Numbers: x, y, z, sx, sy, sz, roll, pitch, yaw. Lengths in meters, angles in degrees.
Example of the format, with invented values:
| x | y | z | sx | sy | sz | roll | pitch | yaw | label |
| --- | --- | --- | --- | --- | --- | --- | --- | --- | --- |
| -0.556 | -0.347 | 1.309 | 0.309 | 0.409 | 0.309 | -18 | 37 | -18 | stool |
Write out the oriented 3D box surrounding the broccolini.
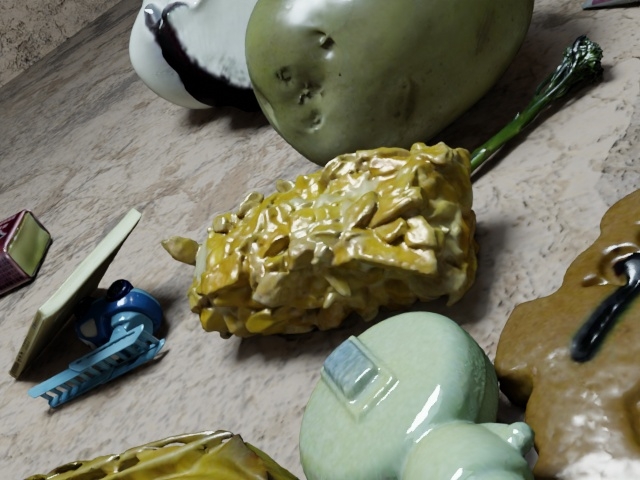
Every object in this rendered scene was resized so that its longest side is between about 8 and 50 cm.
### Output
| x | y | z | sx | sy | sz | roll | pitch | yaw | label |
| --- | --- | --- | --- | --- | --- | --- | --- | --- | --- |
| 0.176 | -0.107 | 0.637 | 0.218 | 0.044 | 0.042 | -42 | 47 | -7 | broccolini |

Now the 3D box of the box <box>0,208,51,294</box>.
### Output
| x | y | z | sx | sy | sz | roll | pitch | yaw | label |
| --- | --- | --- | --- | --- | --- | --- | --- | --- | --- |
| -0.487 | 0.047 | 0.968 | 0.224 | 0.069 | 0.120 | -23 | 31 | 11 | box |

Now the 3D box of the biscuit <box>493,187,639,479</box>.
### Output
| x | y | z | sx | sy | sz | roll | pitch | yaw | label |
| --- | --- | --- | --- | --- | --- | --- | --- | --- | --- |
| 0.232 | 0.050 | 0.343 | 0.302 | 0.043 | 0.278 | -7 | 38 | 35 | biscuit |

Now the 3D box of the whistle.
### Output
| x | y | z | sx | sy | sz | roll | pitch | yaw | label |
| --- | --- | --- | --- | --- | --- | --- | --- | --- | --- |
| 0.055 | 0.108 | 0.361 | 0.126 | 0.067 | 0.258 | -49 | 23 | -2 | whistle |

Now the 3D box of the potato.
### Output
| x | y | z | sx | sy | sz | roll | pitch | yaw | label |
| --- | --- | --- | --- | --- | --- | --- | --- | --- | --- |
| 0.076 | -0.218 | 0.695 | 0.326 | 0.221 | 0.243 | -41 | 22 | -22 | potato |

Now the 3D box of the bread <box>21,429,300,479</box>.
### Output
| x | y | z | sx | sy | sz | roll | pitch | yaw | label |
| --- | --- | --- | --- | --- | --- | --- | --- | --- | --- |
| -0.099 | 0.209 | 0.319 | 0.254 | 0.142 | 0.227 | -19 | 34 | 26 | bread |

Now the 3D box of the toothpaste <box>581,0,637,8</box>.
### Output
| x | y | z | sx | sy | sz | roll | pitch | yaw | label |
| --- | --- | --- | --- | --- | --- | --- | --- | --- | --- |
| 0.367 | -0.254 | 0.664 | 0.096 | 0.061 | 0.266 | -38 | 25 | -9 | toothpaste |

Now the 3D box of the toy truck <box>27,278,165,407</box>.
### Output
| x | y | z | sx | sy | sz | roll | pitch | yaw | label |
| --- | --- | --- | --- | --- | --- | --- | --- | --- | --- |
| -0.210 | 0.097 | 0.662 | 0.136 | 0.063 | 0.074 | -29 | 45 | 15 | toy truck |

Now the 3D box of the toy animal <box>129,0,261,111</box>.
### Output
| x | y | z | sx | sy | sz | roll | pitch | yaw | label |
| --- | --- | --- | --- | --- | --- | --- | --- | --- | --- |
| -0.146 | -0.296 | 1.019 | 0.251 | 0.251 | 0.310 | -39 | 20 | -12 | toy animal |

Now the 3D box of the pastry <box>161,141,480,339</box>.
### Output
| x | y | z | sx | sy | sz | roll | pitch | yaw | label |
| --- | --- | --- | --- | --- | --- | --- | --- | --- | --- |
| 0.000 | 0.000 | 0.561 | 0.250 | 0.102 | 0.154 | -11 | 47 | 26 | pastry |

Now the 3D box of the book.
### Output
| x | y | z | sx | sy | sz | roll | pitch | yaw | label |
| --- | --- | --- | --- | --- | --- | --- | --- | --- | --- |
| -0.246 | 0.056 | 0.699 | 0.199 | 0.016 | 0.138 | -41 | 13 | 51 | book |
